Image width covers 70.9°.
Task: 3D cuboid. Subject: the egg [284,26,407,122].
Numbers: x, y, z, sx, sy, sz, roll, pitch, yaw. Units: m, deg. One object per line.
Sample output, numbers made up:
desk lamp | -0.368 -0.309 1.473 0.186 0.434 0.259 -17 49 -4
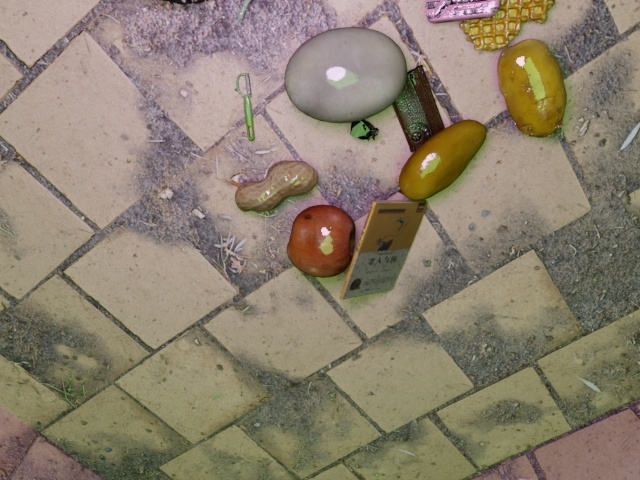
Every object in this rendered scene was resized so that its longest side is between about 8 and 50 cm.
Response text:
egg | 0.072 -0.472 1.291 0.352 0.258 0.258 -2 116 0

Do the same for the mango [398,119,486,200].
mango | 0.386 -0.261 1.443 0.331 0.142 0.195 -48 151 15

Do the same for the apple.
apple | 0.000 0.000 1.533 0.253 0.253 0.253 0 116 0

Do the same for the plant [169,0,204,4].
plant | -0.374 -0.731 1.198 0.234 0.204 0.178 10 125 6

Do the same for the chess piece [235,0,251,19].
chess piece | -0.219 -0.685 1.304 0.042 0.042 0.093 30 117 -14

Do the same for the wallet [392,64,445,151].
wallet | 0.308 -0.416 1.439 0.133 0.039 0.243 -25 116 6

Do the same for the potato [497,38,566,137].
potato | 0.648 -0.458 1.367 0.173 0.140 0.300 -22 108 18

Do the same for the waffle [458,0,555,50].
waffle | 0.536 -0.670 1.309 0.249 0.056 0.253 25 112 -10

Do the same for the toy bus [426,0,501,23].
toy bus | 0.399 -0.667 1.263 0.203 0.063 0.090 7 110 25

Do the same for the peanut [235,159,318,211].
peanut | -0.154 -0.181 1.506 0.298 0.120 0.136 -25 90 12

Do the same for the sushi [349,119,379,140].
sushi | 0.140 -0.356 1.442 0.084 0.083 0.056 23 113 -13

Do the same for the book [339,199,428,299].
book | 0.221 0.033 1.586 0.269 0.032 0.389 -6 123 -38

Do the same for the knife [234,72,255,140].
knife | -0.242 -0.424 1.442 0.054 0.015 0.212 -4 116 2
